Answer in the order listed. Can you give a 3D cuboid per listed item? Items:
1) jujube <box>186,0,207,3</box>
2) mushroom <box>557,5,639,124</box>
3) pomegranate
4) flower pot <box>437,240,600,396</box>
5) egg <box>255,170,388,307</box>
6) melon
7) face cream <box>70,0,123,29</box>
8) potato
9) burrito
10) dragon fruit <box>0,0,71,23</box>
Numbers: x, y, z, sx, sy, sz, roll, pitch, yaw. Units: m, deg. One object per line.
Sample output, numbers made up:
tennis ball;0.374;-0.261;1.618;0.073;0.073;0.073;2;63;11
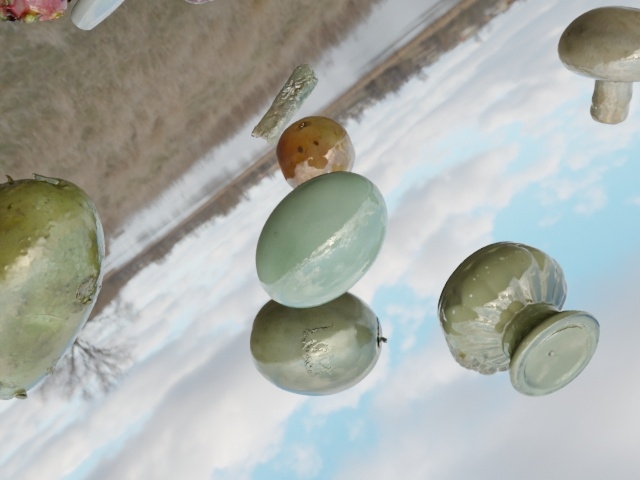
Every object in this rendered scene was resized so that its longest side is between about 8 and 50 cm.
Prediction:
jujube;-0.308;-0.742;1.735;0.190;0.190;0.255;-32;-157;36
mushroom;0.523;-0.329;1.153;0.206;0.206;0.209;-47;172;-44
pomegranate;-0.008;-0.196;1.480;0.191;0.191;0.191;-38;-171;7
flower pot;0.421;0.177;1.347;0.307;0.307;0.244;-39;-143;0
egg;0.000;0.000;1.150;0.283;0.203;0.203;-49;-175;17
melon;-0.005;0.240;1.533;0.330;0.268;0.268;0;-165;5
face cream;-0.328;-0.384;0.981;0.182;0.051;0.072;-16;-152;45
potato;-0.434;0.071;0.885;0.359;0.270;0.219;-38;153;32
burrito;-0.064;-0.254;1.191;0.171;0.051;0.042;-56;-173;-11
dragon fruit;-0.528;-0.470;1.121;0.133;0.208;0.150;-33;-175;-41
